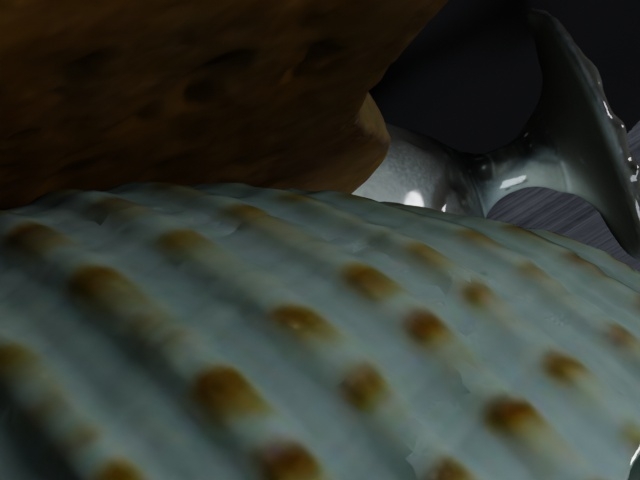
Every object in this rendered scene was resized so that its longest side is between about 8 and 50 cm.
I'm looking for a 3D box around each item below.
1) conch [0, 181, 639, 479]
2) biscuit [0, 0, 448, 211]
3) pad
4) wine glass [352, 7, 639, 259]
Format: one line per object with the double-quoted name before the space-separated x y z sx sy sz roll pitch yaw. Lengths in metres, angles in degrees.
"conch" -0.060 0.096 0.487 0.319 0.215 0.303 -54 179 -15
"biscuit" -0.056 -0.073 0.449 0.368 0.076 0.394 -17 164 -32
"pad" 0.100 -0.085 0.767 0.202 0.005 0.300 -20 162 -25
"wine glass" 0.000 0.000 0.700 0.222 0.103 0.103 -22 164 -1
